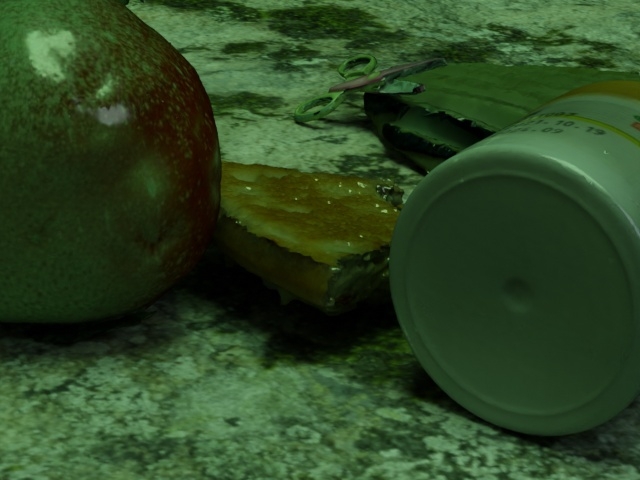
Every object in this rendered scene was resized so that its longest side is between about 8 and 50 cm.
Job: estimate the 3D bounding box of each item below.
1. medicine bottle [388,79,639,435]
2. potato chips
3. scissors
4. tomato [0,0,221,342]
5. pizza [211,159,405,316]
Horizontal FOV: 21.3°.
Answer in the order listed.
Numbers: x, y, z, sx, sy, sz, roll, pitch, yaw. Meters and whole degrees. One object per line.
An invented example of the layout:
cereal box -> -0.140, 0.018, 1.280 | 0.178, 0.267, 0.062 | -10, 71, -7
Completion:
medicine bottle -> 0.207, 0.008, 1.365 | 0.238, 0.238, 0.232 | 19, 26, 28
potato chips -> 0.226, -0.151, 1.960 | 0.358, 0.070, 0.429 | -19, 24, -34
scissors -> 0.061, -0.181, 1.950 | 0.187, 0.020, 0.133 | -2, 37, 46
tomato -> -0.223, -0.055, 1.402 | 0.303, 0.303, 0.239 | 1, 40, -13
pizza -> 0.000, 0.000, 1.530 | 0.223, 0.089, 0.323 | 1, 18, -25
